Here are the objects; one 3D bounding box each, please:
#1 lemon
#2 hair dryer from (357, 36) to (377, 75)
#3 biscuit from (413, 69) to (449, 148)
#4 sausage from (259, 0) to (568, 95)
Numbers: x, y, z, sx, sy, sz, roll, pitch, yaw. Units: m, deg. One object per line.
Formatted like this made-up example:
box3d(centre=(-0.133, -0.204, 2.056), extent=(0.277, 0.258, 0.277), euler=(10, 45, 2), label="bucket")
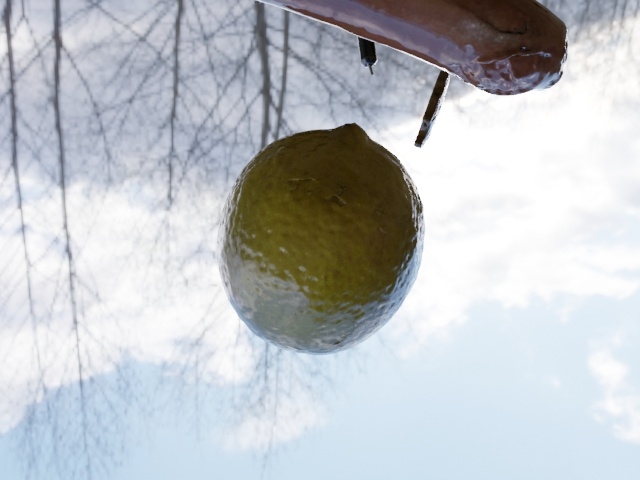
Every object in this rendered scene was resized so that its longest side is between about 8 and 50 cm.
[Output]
box3d(centre=(-0.001, 0.001, 1.062), extent=(0.267, 0.267, 0.267), euler=(3, -153, -2), label="lemon")
box3d(centre=(0.079, -0.398, 1.678), extent=(0.071, 0.124, 0.219), euler=(-3, -112, -12), label="hair dryer")
box3d(centre=(0.277, -0.314, 2.238), extent=(0.034, 0.182, 0.215), euler=(20, -116, 6), label="biscuit")
box3d(centre=(0.008, -0.215, 0.732), extent=(0.418, 0.094, 0.094), euler=(19, -165, -4), label="sausage")
